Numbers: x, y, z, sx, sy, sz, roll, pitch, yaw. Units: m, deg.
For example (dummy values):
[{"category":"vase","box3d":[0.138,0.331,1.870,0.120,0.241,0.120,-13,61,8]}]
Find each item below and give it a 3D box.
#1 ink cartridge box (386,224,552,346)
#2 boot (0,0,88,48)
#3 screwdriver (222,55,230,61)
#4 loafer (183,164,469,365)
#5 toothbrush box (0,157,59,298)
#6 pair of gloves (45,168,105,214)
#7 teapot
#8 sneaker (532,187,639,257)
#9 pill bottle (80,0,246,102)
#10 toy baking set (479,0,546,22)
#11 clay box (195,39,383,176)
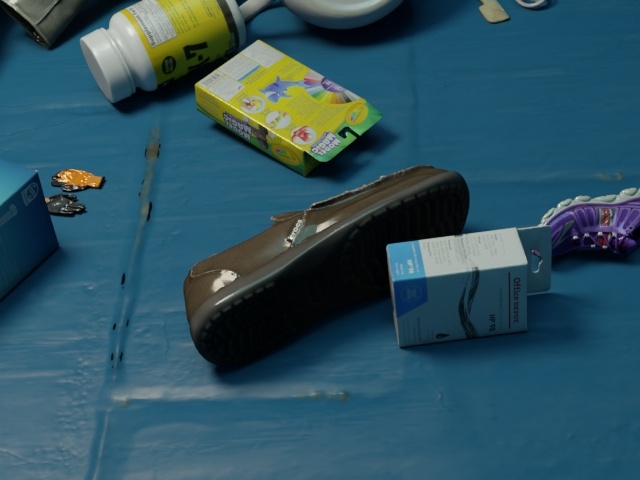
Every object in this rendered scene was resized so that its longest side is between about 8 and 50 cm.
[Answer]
[{"category":"ink cartridge box","box3d":[0.166,0.049,1.429,0.180,0.104,0.060,-8,41,1]},{"category":"boot","box3d":[-0.348,-0.370,1.985,0.189,0.076,0.208,37,66,-9]},{"category":"screwdriver","box3d":[-0.120,-0.245,1.864,0.025,0.024,0.170,-5,30,-43]},{"category":"loafer","box3d":[0.000,0.000,1.486,0.365,0.134,0.130,-25,45,-18]},{"category":"toothbrush box","box3d":[-0.489,0.018,1.547,0.216,0.126,0.295,19,48,26]},{"category":"pair of gloves","box3d":[-0.323,-0.062,1.698,0.074,0.010,0.083,8,45,17]},{"category":"teapot","box3d":[0.020,-0.417,1.916,0.255,0.253,0.187,10,3,-9]},{"category":"sneaker","box3d":[0.320,-0.012,1.505,0.169,0.068,0.071,-15,48,-9]},{"category":"pill bottle","box3d":[-0.218,-0.280,1.838,0.208,0.119,0.119,-29,45,-13]},{"category":"toy baking set","box3d":[0.288,-0.413,1.982,0.196,0.030,0.256,29,53,34]},{"category":"clay box","box3d":[-0.040,-0.168,1.728,0.222,0.053,0.127,34,56,25]}]
